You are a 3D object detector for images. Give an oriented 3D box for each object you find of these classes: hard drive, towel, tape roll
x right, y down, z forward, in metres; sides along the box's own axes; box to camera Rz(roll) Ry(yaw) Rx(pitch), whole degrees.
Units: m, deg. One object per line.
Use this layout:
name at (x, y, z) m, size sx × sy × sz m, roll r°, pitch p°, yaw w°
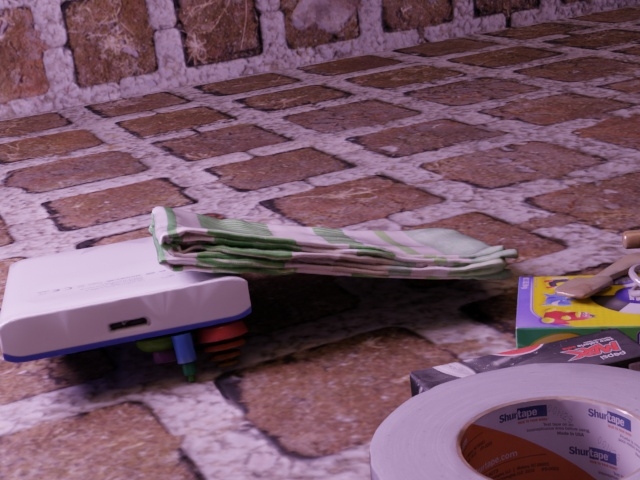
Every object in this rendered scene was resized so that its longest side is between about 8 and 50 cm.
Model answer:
hard drive at (-0.199, 0.045, 1.092) m, size 0.210 × 0.040 × 0.319 m, roll -10°, pitch 10°, yaw -12°
towel at (0.000, 0.000, 1.093) m, size 0.325 × 0.038 × 0.248 m, roll 2°, pitch 7°, yaw -11°
tape roll at (0.141, 0.149, 0.666) m, size 0.219 × 0.072 × 0.219 m, roll -5°, pitch 17°, yaw 2°

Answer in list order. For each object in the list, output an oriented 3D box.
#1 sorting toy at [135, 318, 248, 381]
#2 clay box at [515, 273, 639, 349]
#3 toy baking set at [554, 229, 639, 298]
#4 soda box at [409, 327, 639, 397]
sorting toy at (-0.111, 0.098, 0.981) m, size 0.102 × 0.042 × 0.061 m, roll -10°, pitch 4°, yaw 12°
clay box at (0.272, 0.067, 0.906) m, size 0.222 × 0.053 × 0.127 m, roll -3°, pitch 16°, yaw 12°
toy baking set at (0.324, 0.013, 0.928) m, size 0.256 × 0.030 × 0.197 m, roll -2°, pitch 13°, yaw 12°
soda box at (0.153, 0.111, 0.809) m, size 0.169 × 0.053 × 0.060 m, roll -10°, pitch 18°, yaw -13°
